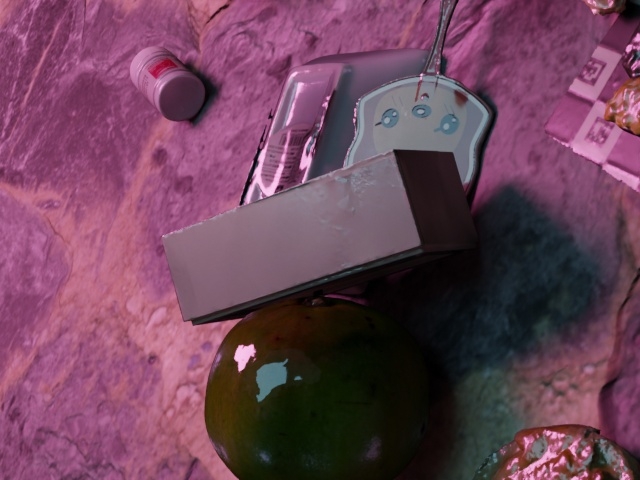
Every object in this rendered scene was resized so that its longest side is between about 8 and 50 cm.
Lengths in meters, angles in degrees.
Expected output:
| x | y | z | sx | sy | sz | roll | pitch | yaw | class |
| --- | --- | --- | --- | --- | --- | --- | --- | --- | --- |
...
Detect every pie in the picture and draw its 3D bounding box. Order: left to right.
| x | y | z | sx | sy | sz | roll | pitch | yaw | class |
| --- | --- | --- | --- | --- | --- | --- | --- | --- | --- |
| 0.166 | 0.221 | 1.047 | 0.195 | 0.046 | 0.195 | -28 | 51 | 40 | pie |

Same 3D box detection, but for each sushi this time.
| x | y | z | sx | sy | sz | roll | pitch | yaw | class |
| --- | --- | --- | --- | --- | --- | --- | --- | --- | --- |
| 0.267 | -0.149 | 1.138 | 0.215 | 0.050 | 0.192 | -57 | 38 | 8 | sushi |

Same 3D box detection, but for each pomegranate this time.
| x | y | z | sx | sy | sz | roll | pitch | yaw | class |
| --- | --- | --- | --- | --- | --- | --- | --- | --- | --- |
| -0.001 | 0.157 | 1.193 | 0.187 | 0.187 | 0.225 | 2 | 95 | 50 | pomegranate |

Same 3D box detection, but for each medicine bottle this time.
| x | y | z | sx | sy | sz | roll | pitch | yaw | class |
| --- | --- | --- | --- | --- | --- | --- | --- | --- | --- |
| -0.172 | -0.175 | 1.661 | 0.058 | 0.058 | 0.091 | -57 | 38 | 9 | medicine bottle |

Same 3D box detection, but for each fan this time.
| x | y | z | sx | sy | sz | roll | pitch | yaw | class |
| --- | --- | --- | --- | --- | --- | --- | --- | --- | --- |
| 0.092 | -0.122 | 1.317 | 0.132 | 0.009 | 0.220 | 9 | 78 | 25 | fan |

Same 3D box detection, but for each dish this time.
| x | y | z | sx | sy | sz | roll | pitch | yaw | class |
| --- | --- | --- | --- | --- | --- | --- | --- | --- | --- |
| -0.005 | -0.078 | 1.395 | 0.182 | 0.080 | 0.243 | 4 | 73 | 50 | dish |

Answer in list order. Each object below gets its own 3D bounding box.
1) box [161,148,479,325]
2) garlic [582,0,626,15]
| x | y | z | sx | sy | sz | roll | pitch | yaw | class |
| --- | --- | --- | --- | --- | --- | --- | --- | --- | --- |
| 0.000 | 0.000 | 1.242 | 0.225 | 0.129 | 0.086 | -19 | 84 | 26 | box |
| 0.185 | -0.293 | 1.237 | 0.245 | 0.245 | 0.253 | -39 | 79 | 28 | garlic |
